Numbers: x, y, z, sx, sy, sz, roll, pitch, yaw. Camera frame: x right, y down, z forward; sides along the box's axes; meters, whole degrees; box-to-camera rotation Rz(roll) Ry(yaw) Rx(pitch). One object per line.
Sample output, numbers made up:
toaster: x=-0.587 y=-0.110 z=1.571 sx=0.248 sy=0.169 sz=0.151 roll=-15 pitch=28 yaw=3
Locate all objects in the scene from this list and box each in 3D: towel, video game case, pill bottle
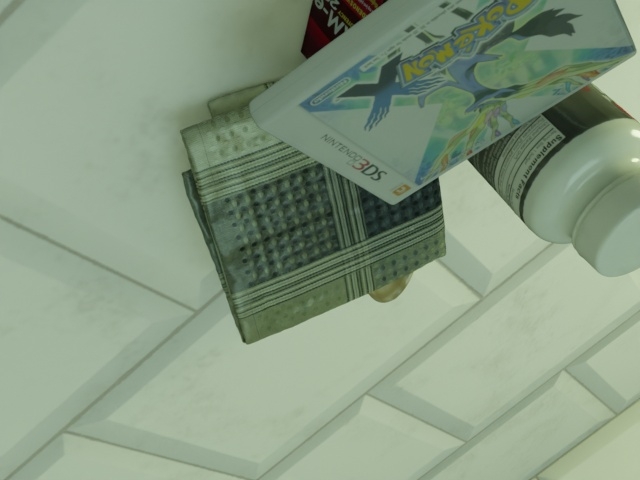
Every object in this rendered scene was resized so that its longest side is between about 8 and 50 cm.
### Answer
towel: x=0.002 y=-0.057 z=1.019 sx=0.324 sy=0.056 sz=0.312 roll=-23 pitch=122 yaw=-18
video game case: x=0.139 y=-0.166 z=0.835 sx=0.329 sy=0.036 sz=0.300 roll=-32 pitch=153 yaw=20
pill bottle: x=0.292 y=-0.108 z=1.012 sx=0.176 sy=0.318 sz=0.176 roll=-20 pitch=141 yaw=-17

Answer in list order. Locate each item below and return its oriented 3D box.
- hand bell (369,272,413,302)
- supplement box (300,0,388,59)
hand bell: x=0.000 y=0.000 z=1.133 sx=0.242 sy=0.126 sz=0.126 roll=16 pitch=123 yaw=-28
supplement box: x=0.059 y=-0.265 z=0.836 sx=0.073 sy=0.130 sz=0.239 roll=-9 pitch=136 yaw=-27
